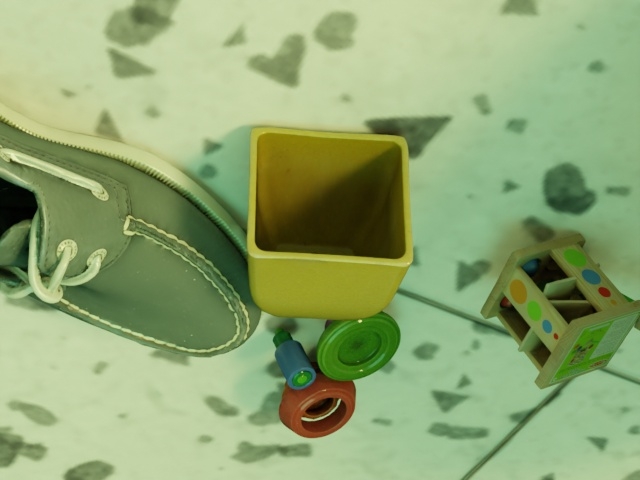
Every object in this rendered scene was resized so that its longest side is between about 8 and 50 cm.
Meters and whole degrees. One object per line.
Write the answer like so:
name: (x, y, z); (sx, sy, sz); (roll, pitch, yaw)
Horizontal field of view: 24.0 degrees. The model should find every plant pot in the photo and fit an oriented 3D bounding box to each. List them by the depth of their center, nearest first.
plant pot: (0.000, 0.000, 0.781); (0.081, 0.081, 0.083); (4, 145, -6)

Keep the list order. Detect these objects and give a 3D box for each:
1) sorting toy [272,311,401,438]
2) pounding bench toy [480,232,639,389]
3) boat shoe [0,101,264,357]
sorting toy: (0.001, 0.069, 0.880); (0.061, 0.042, 0.102); (9, 124, -32)
pounding bench toy: (0.142, 0.032, 0.831); (0.083, 0.065, 0.052); (-14, 143, -33)
boat shoe: (-0.159, -0.006, 0.753); (0.319, 0.099, 0.116); (33, 125, -29)
